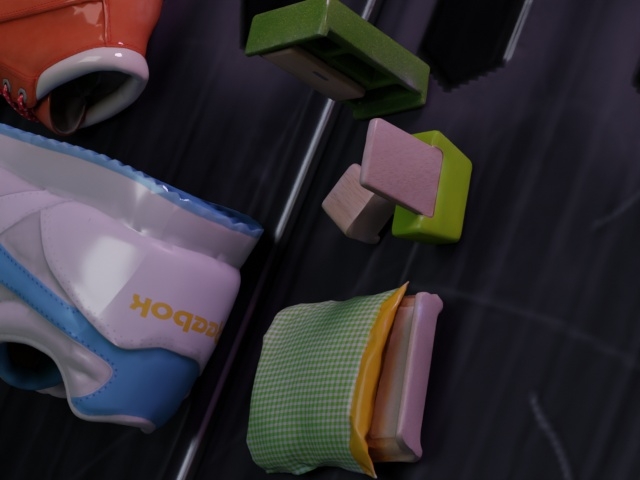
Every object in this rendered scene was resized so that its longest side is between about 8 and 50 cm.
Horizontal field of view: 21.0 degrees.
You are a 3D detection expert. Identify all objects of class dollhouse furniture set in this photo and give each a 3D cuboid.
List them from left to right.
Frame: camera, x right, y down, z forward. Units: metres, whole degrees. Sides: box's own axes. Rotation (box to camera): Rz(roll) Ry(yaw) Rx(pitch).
[{"bbox_3d":[0.000,0.000,0.572,0.076,0.058,0.151,-8,65,44],"label":"dollhouse furniture set"}]

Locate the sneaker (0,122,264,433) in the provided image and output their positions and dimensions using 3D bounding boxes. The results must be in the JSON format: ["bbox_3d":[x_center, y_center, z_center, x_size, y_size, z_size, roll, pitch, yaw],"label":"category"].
[{"bbox_3d":[-0.121,0.006,0.674,0.229,0.087,0.092,17,85,50],"label":"sneaker"}]

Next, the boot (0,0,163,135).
[{"bbox_3d":[-0.131,-0.078,0.749,0.158,0.059,0.084,-21,61,37],"label":"boot"}]
